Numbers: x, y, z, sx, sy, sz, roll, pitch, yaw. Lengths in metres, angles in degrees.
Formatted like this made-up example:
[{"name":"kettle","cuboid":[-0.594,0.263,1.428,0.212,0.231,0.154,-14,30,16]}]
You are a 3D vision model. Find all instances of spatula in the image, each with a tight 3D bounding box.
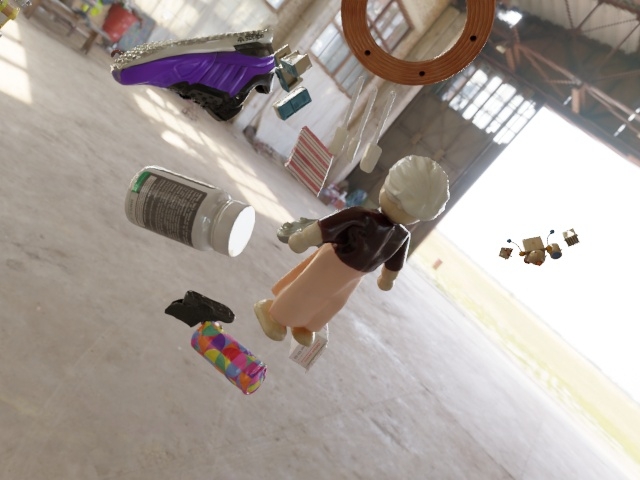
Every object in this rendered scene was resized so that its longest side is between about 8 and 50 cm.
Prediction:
[{"name":"spatula","cuboid":[0.126,-0.335,1.540,0.168,0.242,0.019,34,23,33]}]

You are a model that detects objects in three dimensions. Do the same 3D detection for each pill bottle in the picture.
[{"name":"pill bottle","cuboid":[-0.403,-0.087,1.661,0.360,0.204,0.204,20,4,13]}]

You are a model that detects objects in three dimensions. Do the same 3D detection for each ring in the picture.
[{"name":"ring","cuboid":[0.211,-0.501,1.178,0.336,0.336,0.032,38,44,-20]}]

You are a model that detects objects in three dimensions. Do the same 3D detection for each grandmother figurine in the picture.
[{"name":"grandmother figurine","cuboid":[0.043,0.016,0.756,0.207,0.342,0.104,14,38,-48]}]

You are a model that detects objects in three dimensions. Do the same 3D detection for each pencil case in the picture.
[{"name":"pencil case","cuboid":[-0.247,0.309,1.445,0.236,0.104,0.104,38,7,21]}]

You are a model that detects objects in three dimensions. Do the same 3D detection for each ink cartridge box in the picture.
[{"name":"ink cartridge box","cuboid":[-0.035,0.302,1.608,0.067,0.115,0.198,34,13,-9]}]

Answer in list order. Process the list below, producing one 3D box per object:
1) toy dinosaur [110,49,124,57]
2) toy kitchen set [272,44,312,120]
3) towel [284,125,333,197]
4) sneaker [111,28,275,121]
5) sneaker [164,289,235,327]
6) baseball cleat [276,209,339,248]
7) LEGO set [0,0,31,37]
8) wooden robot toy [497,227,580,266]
[{"name":"toy dinosaur","cuboid":[-0.533,-0.491,1.459,0.090,0.047,0.082,-75,147,-45]},{"name":"toy kitchen set","cuboid":[-0.086,-0.469,1.641,0.166,0.122,0.207,42,-14,46]},{"name":"towel","cuboid":[-0.034,-0.240,1.618,0.144,0.029,0.197,44,46,-28]},{"name":"sneaker","cuboid":[-0.197,-0.270,0.910,0.102,0.293,0.146,26,-50,50]},{"name":"sneaker","cuboid":[-0.308,0.189,1.366,0.170,0.089,0.051,28,20,-2]},{"name":"baseball cleat","cuboid":[0.000,0.000,1.078,0.205,0.110,0.072,-14,32,-35]},{"name":"LEGO set","cuboid":[-0.653,-0.374,0.952,0.107,0.287,0.132,43,-5,-42]},{"name":"wooden robot toy","cuboid":[0.482,0.033,1.169,0.079,0.173,0.076,-81,153,-52]}]
